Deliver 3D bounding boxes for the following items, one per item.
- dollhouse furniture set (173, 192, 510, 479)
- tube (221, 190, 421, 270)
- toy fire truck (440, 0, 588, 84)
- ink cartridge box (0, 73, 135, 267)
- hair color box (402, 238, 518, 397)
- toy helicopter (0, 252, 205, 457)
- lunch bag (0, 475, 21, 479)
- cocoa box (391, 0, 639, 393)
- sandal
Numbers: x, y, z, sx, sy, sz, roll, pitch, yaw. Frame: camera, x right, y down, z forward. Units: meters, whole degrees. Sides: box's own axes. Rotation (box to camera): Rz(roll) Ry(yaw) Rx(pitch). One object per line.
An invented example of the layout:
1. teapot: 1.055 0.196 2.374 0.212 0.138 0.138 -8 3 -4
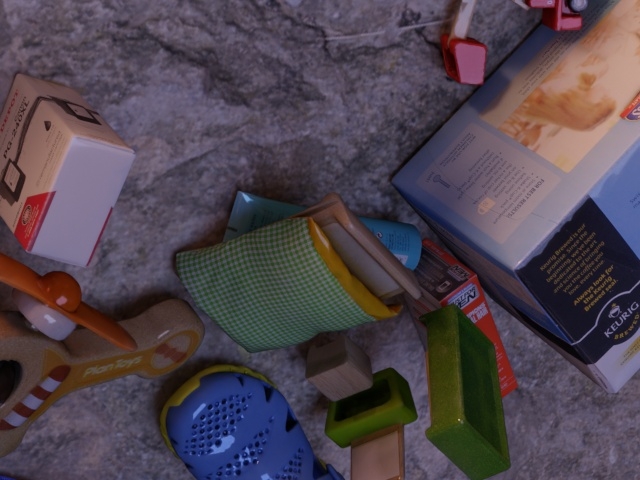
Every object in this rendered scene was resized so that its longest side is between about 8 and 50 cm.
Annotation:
1. dollhouse furniture set: 0.019 0.118 1.712 0.198 0.151 0.301 -24 134 25
2. tube: 0.000 0.000 1.763 0.207 0.052 0.080 6 107 -30
3. toy fire truck: 0.189 -0.249 1.735 0.135 0.047 0.192 -3 107 -12
4. ink cartridge box: -0.226 -0.061 1.511 0.063 0.150 0.109 14 107 -34
5. hair color box: 0.140 0.089 1.872 0.053 0.093 0.167 -36 130 -13
6. toy helicopter: -0.238 0.099 1.599 0.355 0.140 0.235 -12 139 -46
7. lunch bag: -0.295 0.410 1.683 0.385 0.239 0.328 24 101 -23
8. cocoa box: 0.294 -0.075 1.789 0.347 0.231 0.228 -46 129 -3
9. sandal: -0.039 0.241 1.812 0.126 0.138 0.317 -45 129 -1
